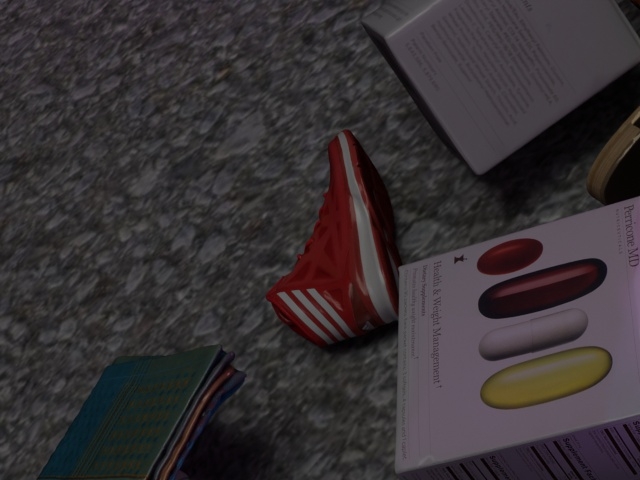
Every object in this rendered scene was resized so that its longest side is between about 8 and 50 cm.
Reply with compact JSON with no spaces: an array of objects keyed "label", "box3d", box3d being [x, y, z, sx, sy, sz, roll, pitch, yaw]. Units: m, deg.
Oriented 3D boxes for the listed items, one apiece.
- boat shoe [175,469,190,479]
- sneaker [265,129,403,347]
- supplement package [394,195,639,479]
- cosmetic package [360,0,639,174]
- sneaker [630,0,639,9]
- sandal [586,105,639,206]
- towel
[{"label":"boat shoe","box3d":[-0.151,0.278,1.343,0.063,0.066,0.184,25,61,20]},{"label":"sneaker","box3d":[0.000,0.000,1.459,0.128,0.087,0.221,-24,43,13]},{"label":"supplement package","box3d":[0.177,0.106,1.202,0.203,0.149,0.194,-17,46,22]},{"label":"cosmetic package","box3d":[0.159,-0.180,1.422,0.183,0.151,0.151,-35,15,3]},{"label":"sneaker","box3d":[0.282,-0.335,1.468,0.124,0.180,0.321,-16,73,24]},{"label":"sandal","box3d":[0.298,-0.137,1.375,0.240,0.088,0.079,-47,49,-2]},{"label":"towel","box3d":[-0.212,0.255,1.349,0.370,0.040,0.271,-60,21,-20]}]
